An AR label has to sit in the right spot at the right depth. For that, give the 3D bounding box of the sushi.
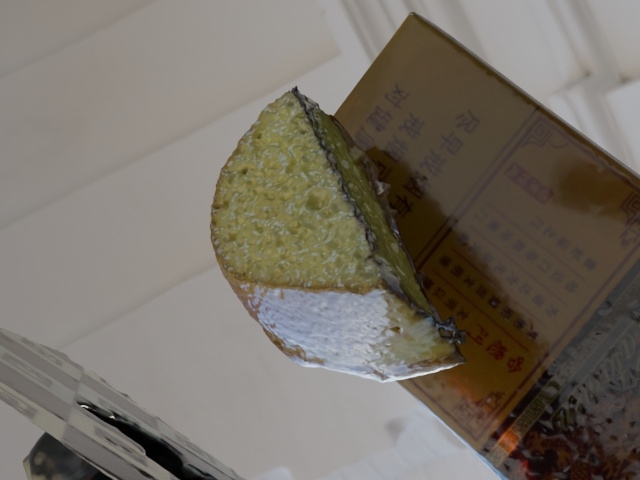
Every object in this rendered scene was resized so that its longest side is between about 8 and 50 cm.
[{"bbox_3d":[-0.074,0.123,0.502,0.290,0.264,0.050,32,-97,17],"label":"sushi"}]

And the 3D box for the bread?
[{"bbox_3d":[-0.005,0.009,0.829,0.129,0.134,0.260,42,-165,-45],"label":"bread"}]

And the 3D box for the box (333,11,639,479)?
[{"bbox_3d":[0.165,0.033,0.954,0.415,0.264,0.116,40,-173,21],"label":"box"}]
